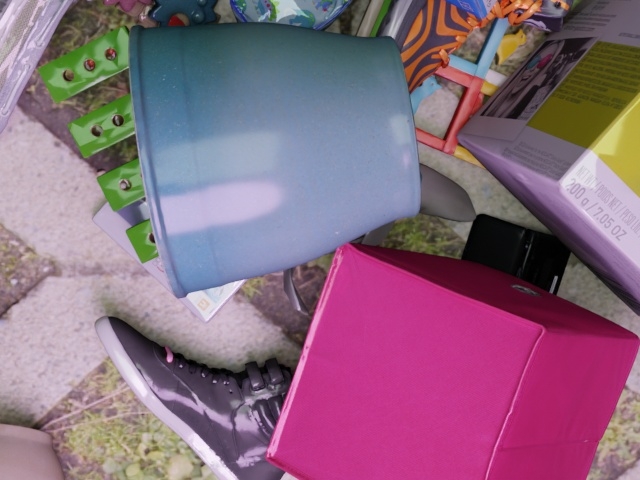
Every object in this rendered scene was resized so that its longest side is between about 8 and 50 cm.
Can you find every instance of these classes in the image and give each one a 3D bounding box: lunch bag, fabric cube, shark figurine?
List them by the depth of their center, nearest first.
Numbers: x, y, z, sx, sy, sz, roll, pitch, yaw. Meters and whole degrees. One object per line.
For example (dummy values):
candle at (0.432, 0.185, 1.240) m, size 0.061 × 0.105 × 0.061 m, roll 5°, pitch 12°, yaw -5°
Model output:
fabric cube at (0.144, 0.164, 1.276) m, size 0.254 × 0.258 × 0.259 m, roll 24°, pitch 98°, yaw 35°
lunch bag at (-0.021, -0.266, 1.322) m, size 0.151 × 0.129 × 0.096 m, roll -23°, pitch 99°, yaw 1°
shark figurine at (0.046, -0.042, 1.332) m, size 0.278 × 0.116 × 0.166 m, roll -29°, pitch 92°, yaw -24°

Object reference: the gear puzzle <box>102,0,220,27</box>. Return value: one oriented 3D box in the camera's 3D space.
gear puzzle at (-0.111, -0.381, 1.301) m, size 0.175 × 0.044 × 0.339 m, roll 26°, pitch 96°, yaw -39°

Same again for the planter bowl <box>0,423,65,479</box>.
planter bowl at (-0.366, 0.271, 1.375) m, size 0.162 × 0.162 × 0.109 m, roll 7°, pitch 71°, yaw -4°

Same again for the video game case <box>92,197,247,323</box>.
video game case at (-0.133, -0.037, 1.389) m, size 0.183 × 0.023 × 0.201 m, roll 42°, pitch 93°, yaw 0°

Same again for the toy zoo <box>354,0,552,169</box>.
toy zoo at (0.179, -0.191, 1.393) m, size 0.293 × 0.030 × 0.192 m, roll 23°, pitch 96°, yaw -6°

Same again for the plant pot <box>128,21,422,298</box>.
plant pot at (-0.038, -0.097, 1.185) m, size 0.255 × 0.271 × 0.271 m, roll -10°, pitch 98°, yaw -1°

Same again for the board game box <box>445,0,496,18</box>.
board game box at (0.122, -0.429, 1.236) m, size 0.308 × 0.086 × 0.302 m, roll 34°, pitch 86°, yaw 25°

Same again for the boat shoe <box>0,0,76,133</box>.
boat shoe at (-0.325, -0.254, 1.325) m, size 0.103 × 0.118 × 0.320 m, roll 31°, pitch 93°, yaw -45°

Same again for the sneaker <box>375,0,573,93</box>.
sneaker at (0.170, -0.243, 1.306) m, size 0.180 × 0.124 × 0.321 m, roll 27°, pitch 95°, yaw -5°

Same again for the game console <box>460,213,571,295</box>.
game console at (0.229, 0.041, 1.438) m, size 0.107 × 0.071 × 0.122 m, roll 12°, pitch 99°, yaw -35°

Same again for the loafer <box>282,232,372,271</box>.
loafer at (0.000, 0.000, 1.405) m, size 0.125 × 0.045 × 0.039 m, roll -21°, pitch 91°, yaw 3°

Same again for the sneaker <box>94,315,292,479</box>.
sneaker at (-0.122, 0.162, 1.394) m, size 0.147 × 0.104 × 0.296 m, roll -42°, pitch 104°, yaw 1°

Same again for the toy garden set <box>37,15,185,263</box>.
toy garden set at (-0.164, -0.128, 1.337) m, size 0.204 × 0.049 × 0.244 m, roll -25°, pitch 100°, yaw 5°

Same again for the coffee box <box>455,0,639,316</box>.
coffee box at (0.410, -0.098, 1.245) m, size 0.337 × 0.338 × 0.334 m, roll 42°, pitch 92°, yaw -15°
